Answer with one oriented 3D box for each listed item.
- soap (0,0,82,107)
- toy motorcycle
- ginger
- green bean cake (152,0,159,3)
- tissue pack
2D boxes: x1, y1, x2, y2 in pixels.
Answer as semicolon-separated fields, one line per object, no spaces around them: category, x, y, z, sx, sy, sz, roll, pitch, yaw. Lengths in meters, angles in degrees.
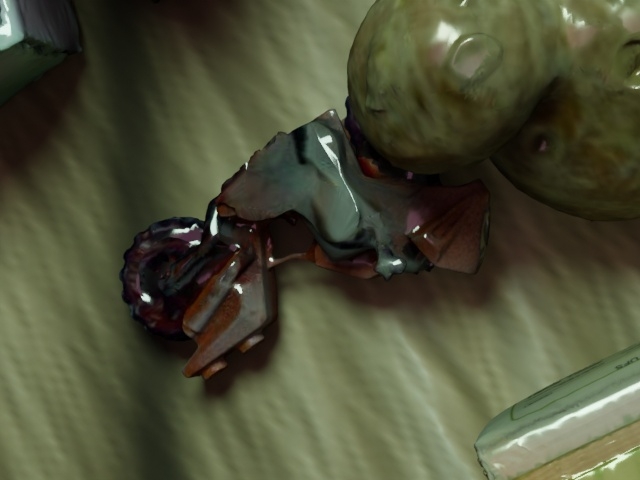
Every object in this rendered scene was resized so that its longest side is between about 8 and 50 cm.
soap;-0.364;-0.106;1.042;0.446;0.156;0.261;-15;85;6
toy motorcycle;0.000;0.000;1.023;0.212;0.084;0.118;-35;85;13
ginger;0.171;-0.082;0.931;0.304;0.244;0.155;-8;80;15
green bean cake;-0.137;-0.248;0.972;0.255;0.241;0.132;44;88;8
tissue pack;0.200;0.095;0.951;0.234;0.159;0.125;-26;84;6
